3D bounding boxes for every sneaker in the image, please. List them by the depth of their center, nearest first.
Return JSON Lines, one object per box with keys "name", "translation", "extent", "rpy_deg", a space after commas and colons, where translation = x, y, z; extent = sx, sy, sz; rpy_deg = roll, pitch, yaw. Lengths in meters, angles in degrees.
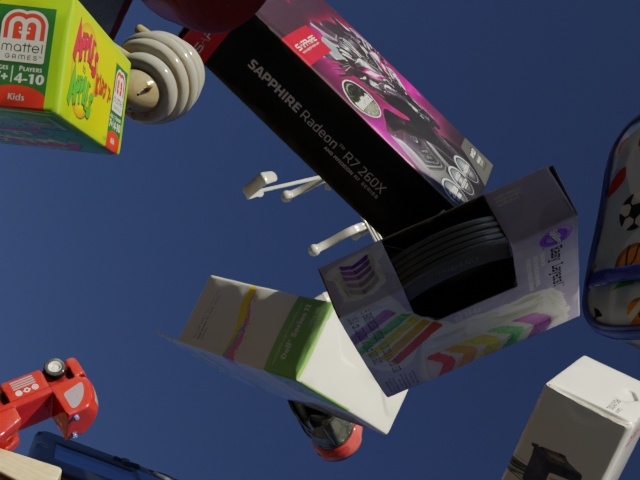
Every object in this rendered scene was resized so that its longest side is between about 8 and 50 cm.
{"name": "sneaker", "translation": [-0.010, 0.221, 1.557], "extent": [0.097, 0.135, 0.276], "rpy_deg": [-23, -131, 5]}

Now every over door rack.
{"name": "over door rack", "translation": [0.000, 0.000, 1.615], "extent": [0.108, 0.324, 0.240], "rpy_deg": [-34, -100, 27]}

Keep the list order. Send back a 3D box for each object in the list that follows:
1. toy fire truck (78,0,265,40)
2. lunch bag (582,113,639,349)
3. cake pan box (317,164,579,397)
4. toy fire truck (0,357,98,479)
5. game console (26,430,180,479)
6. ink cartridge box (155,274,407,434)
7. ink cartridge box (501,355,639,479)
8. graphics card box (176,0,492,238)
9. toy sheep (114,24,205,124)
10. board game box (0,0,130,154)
{"name": "toy fire truck", "translation": [-0.111, -0.247, 0.435], "extent": [0.169, 0.254, 0.302], "rpy_deg": [28, -88, 26]}
{"name": "lunch bag", "translation": [0.353, -0.013, 0.742], "extent": [0.303, 0.114, 0.243], "rpy_deg": [-15, -128, 58]}
{"name": "cake pan box", "translation": [0.144, 0.051, 0.974], "extent": [0.245, 0.267, 0.070], "rpy_deg": [-25, -120, 1]}
{"name": "toy fire truck", "translation": [-0.267, 0.188, 0.808], "extent": [0.135, 0.192, 0.047], "rpy_deg": [49, -39, 29]}
{"name": "game console", "translation": [-0.270, 0.374, 1.405], "extent": [0.060, 0.341, 0.386], "rpy_deg": [-64, -169, -11]}
{"name": "ink cartridge box", "translation": [-0.059, 0.155, 1.383], "extent": [0.353, 0.207, 0.119], "rpy_deg": [9, -112, 48]}
{"name": "ink cartridge box", "translation": [0.272, 0.263, 1.055], "extent": [0.100, 0.172, 0.237], "rpy_deg": [27, -74, 24]}
{"name": "graphics card box", "translation": [0.033, -0.154, 1.103], "extent": [0.371, 0.233, 0.094], "rpy_deg": [45, -65, -3]}
{"name": "toy sheep", "translation": [-0.148, -0.148, 0.845], "extent": [0.091, 0.132, 0.091], "rpy_deg": [10, -59, 18]}
{"name": "board game box", "translation": [-0.173, -0.069, 0.358], "extent": [0.181, 0.092, 0.043], "rpy_deg": [7, -93, 1]}
